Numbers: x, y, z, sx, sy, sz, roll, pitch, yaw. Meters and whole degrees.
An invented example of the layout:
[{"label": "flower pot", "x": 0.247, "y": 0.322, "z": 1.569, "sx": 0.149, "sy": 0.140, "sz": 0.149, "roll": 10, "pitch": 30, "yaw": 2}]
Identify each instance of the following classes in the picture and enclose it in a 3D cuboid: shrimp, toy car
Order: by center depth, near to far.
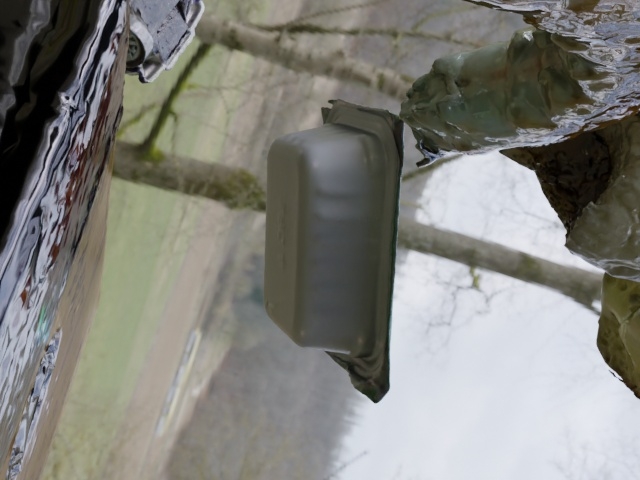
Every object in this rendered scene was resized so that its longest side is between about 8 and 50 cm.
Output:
[{"label": "shrimp", "x": 0.112, "y": -0.100, "z": 0.526, "sx": 0.287, "sy": 0.185, "sz": 0.068, "roll": 15, "pitch": 70, "yaw": -72}, {"label": "toy car", "x": -0.244, "y": -0.301, "z": 1.115, "sx": 0.172, "sy": 0.158, "sz": 0.235, "roll": -66, "pitch": 145, "yaw": -39}]

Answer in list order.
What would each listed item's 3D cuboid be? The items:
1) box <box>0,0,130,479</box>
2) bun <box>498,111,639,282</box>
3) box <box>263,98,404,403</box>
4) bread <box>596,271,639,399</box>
[{"label": "box", "x": -0.189, "y": 0.069, "z": 0.473, "sx": 0.415, "sy": 0.116, "sz": 0.264, "roll": 124, "pitch": -17, "yaw": -64}, {"label": "bun", "x": 0.343, "y": -0.097, "z": 1.034, "sx": 0.205, "sy": 0.282, "sz": 0.281, "roll": -55, "pitch": -162, "yaw": 42}, {"label": "box", "x": 0.000, "y": 0.000, "z": 1.221, "sx": 0.264, "sy": 0.106, "sz": 0.336, "roll": -150, "pitch": -120, "yaw": -67}, {"label": "bread", "x": 0.434, "y": 0.107, "z": 1.174, "sx": 0.262, "sy": 0.163, "sz": 0.204, "roll": -117, "pitch": -153, "yaw": -65}]
